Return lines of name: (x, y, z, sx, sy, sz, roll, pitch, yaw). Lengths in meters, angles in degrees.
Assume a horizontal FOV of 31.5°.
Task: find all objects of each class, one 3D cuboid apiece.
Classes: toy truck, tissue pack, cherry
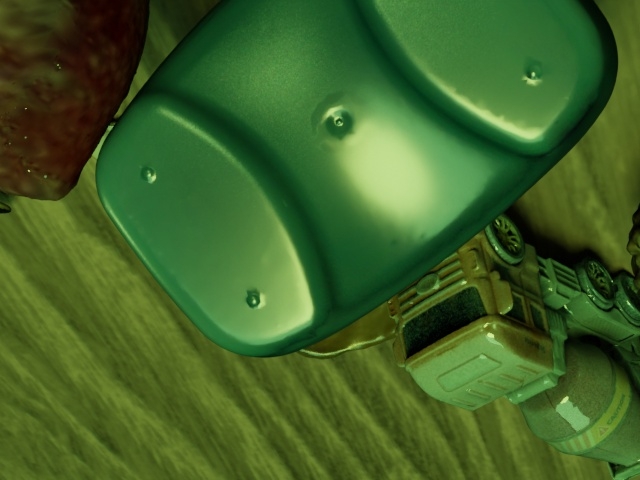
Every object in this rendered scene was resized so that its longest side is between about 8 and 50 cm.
toy truck: (0.165, 0.087, 0.836, 0.256, 0.140, 0.108, 24, 136, -39)
tissue pack: (0.022, -0.076, 0.678, 0.287, 0.206, 0.198, -41, 93, 13)
cherry: (-0.207, -0.161, 0.638, 0.230, 0.203, 0.300, -25, 85, -6)

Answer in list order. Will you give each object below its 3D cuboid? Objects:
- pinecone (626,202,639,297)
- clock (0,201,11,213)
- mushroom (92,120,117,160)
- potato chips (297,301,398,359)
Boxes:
pinecone: (0.312, 0.003, 0.745, 0.204, 0.179, 0.184, -10, 154, -3)
clock: (-0.314, -0.097, 0.837, 0.170, 0.069, 0.232, -1, 132, 11)
mushroom: (-0.155, -0.076, 0.859, 0.049, 0.019, 0.101, -19, 128, 26)
potato chips: (0.000, 0.000, 0.869, 0.195, 0.062, 0.208, -20, 126, 14)
